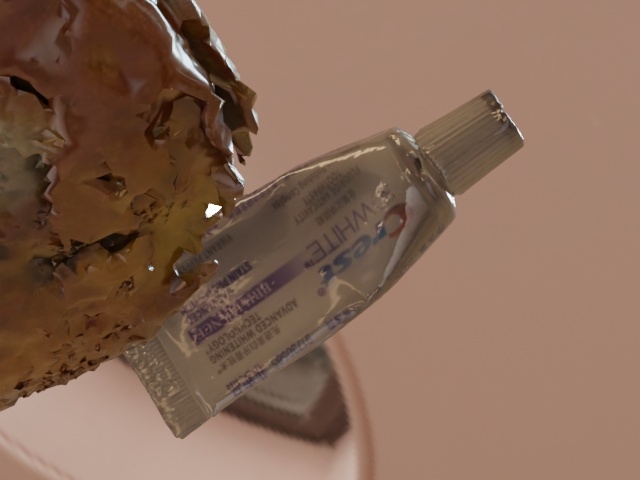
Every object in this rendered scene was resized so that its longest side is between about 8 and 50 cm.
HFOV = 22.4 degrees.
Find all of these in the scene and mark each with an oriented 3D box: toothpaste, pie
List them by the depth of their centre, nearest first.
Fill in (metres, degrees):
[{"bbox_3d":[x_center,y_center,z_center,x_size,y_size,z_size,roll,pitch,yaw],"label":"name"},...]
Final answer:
[{"bbox_3d":[-0.170,-0.033,0.529,0.308,0.308,0.085,-34,-145,10],"label":"pie"},{"bbox_3d":[-0.001,-0.001,0.998,0.282,0.068,0.099,-33,-137,-1],"label":"toothpaste"}]
